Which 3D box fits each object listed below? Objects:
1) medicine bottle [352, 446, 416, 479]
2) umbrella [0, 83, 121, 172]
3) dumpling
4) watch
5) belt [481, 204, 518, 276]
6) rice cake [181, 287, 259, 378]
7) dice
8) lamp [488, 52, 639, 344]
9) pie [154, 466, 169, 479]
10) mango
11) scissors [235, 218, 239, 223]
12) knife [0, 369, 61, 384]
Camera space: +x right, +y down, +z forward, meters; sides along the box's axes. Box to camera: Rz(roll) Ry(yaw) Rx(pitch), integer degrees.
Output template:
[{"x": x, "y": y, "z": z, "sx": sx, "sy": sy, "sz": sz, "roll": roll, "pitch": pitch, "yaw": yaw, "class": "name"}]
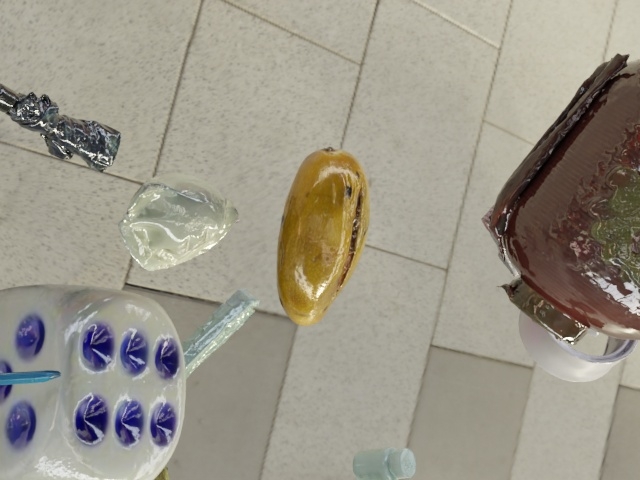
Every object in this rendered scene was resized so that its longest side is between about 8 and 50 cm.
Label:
[{"x": 0.090, "y": 0.319, "z": 0.985, "sx": 0.047, "sy": 0.083, "sz": 0.047, "roll": 25, "pitch": 57, "yaw": -45, "class": "medicine bottle"}, {"x": -0.416, "y": -0.177, "z": 1.080, "sx": 0.224, "sy": 0.071, "sz": 0.080, "roll": 29, "pitch": 77, "yaw": -56, "class": "umbrella"}, {"x": -0.210, "y": -0.021, "z": 1.022, "sx": 0.181, "sy": 0.111, "sz": 0.155, "roll": 26, "pitch": 100, "yaw": -28, "class": "dumpling"}, {"x": 0.491, "y": 0.147, "z": 1.361, "sx": 0.231, "sy": 0.196, "sz": 0.244, "roll": -31, "pitch": 67, "yaw": -21, "class": "watch"}, {"x": 0.418, "y": -0.001, "z": 1.566, "sx": 0.053, "sy": 0.071, "sz": 0.232, "roll": -43, "pitch": 137, "yaw": -5, "class": "belt"}, {"x": -0.280, "y": 0.243, "z": 1.668, "sx": 0.336, "sy": 0.066, "sz": 0.063, "roll": -44, "pitch": 152, "yaw": -23, "class": "rice cake"}, {"x": -0.422, "y": 0.249, "z": 1.165, "sx": 0.277, "sy": 0.304, "sz": 0.304, "roll": 26, "pitch": 60, "yaw": -53, "class": "dice"}, {"x": 0.244, "y": -0.038, "z": 0.537, "sx": 0.180, "sy": 0.180, "sz": 0.258, "roll": 26, "pitch": 106, "yaw": -30, "class": "lamp"}, {"x": -0.348, "y": 0.496, "z": 1.491, "sx": 0.020, "sy": 0.084, "sz": 0.085, "roll": -21, "pitch": 105, "yaw": -43, "class": "pie"}, {"x": 0.006, "y": 0.000, "z": 1.102, "sx": 0.177, "sy": 0.120, "sz": 0.295, "roll": -8, "pitch": 106, "yaw": -65, "class": "mango"}, {"x": -0.272, "y": -0.016, "z": 1.668, "sx": 0.176, "sy": 0.085, "sz": 0.022, "roll": -24, "pitch": 86, "yaw": -45, "class": "scissors"}, {"x": -0.504, "y": 0.191, "z": 0.954, "sx": 0.296, "sy": 0.044, "sz": 0.026, "roll": -3, "pitch": 78, "yaw": -1, "class": "knife"}]
